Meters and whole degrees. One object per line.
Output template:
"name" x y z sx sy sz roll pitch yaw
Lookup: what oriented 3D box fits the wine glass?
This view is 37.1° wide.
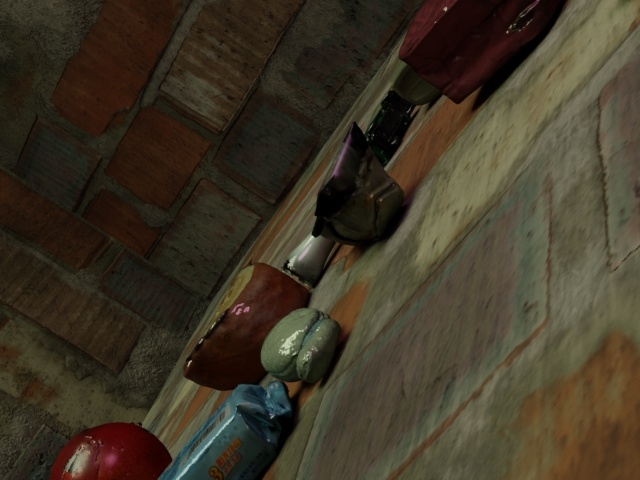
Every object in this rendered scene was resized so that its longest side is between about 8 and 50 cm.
"wine glass" 0.000 0.000 1.657 0.155 0.072 0.072 -56 7 -7

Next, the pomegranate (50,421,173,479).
"pomegranate" -0.335 0.412 1.546 0.210 0.210 0.235 -140 57 -83

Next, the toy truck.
"toy truck" 0.123 -0.208 1.786 0.147 0.065 0.079 -62 5 -32

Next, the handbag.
"handbag" 0.212 -0.290 1.256 0.225 0.135 0.146 -42 14 49

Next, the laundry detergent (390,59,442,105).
"laundry detergent" 0.222 -0.364 1.709 0.181 0.091 0.253 -46 12 50

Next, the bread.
"bread" -0.115 0.132 1.614 0.190 0.123 0.244 -49 10 38

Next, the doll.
"doll" -0.028 0.131 1.205 0.103 0.071 0.214 -58 11 -8

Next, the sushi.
"sushi" 0.055 -0.040 1.397 0.273 0.109 0.134 103 -168 -65

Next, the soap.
"soap" -0.143 0.292 1.177 0.293 0.077 0.156 -50 5 2
